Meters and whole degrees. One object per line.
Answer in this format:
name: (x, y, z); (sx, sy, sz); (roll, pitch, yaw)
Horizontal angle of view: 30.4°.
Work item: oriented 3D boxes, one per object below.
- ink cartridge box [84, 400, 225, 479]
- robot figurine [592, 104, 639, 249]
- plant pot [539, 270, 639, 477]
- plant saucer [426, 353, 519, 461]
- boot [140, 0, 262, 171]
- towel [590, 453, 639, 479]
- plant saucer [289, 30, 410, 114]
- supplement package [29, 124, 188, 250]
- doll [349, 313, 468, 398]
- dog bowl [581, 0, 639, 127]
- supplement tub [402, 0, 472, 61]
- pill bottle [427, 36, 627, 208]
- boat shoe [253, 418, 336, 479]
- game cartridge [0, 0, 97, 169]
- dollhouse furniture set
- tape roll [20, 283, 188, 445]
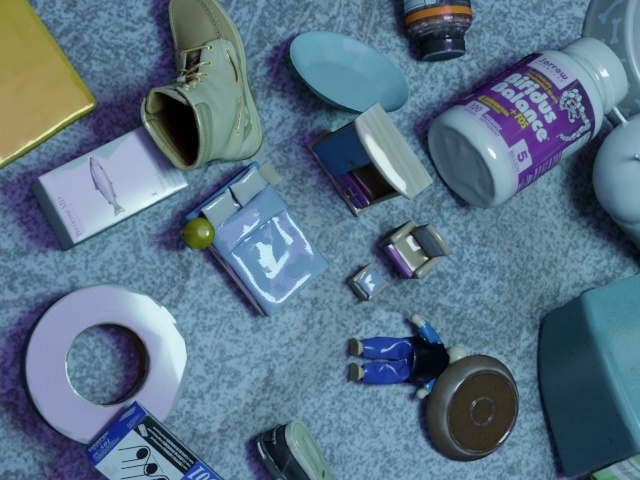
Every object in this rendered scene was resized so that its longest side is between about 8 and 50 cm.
ink cartridge box: (-0.212, 0.315, 1.592); (0.097, 0.046, 0.207); (-45, 125, -8)
robot figurine: (0.562, -0.071, 1.856); (0.200, 0.300, 0.353); (-42, 126, 11)
plant pot: (0.481, 0.190, 1.815); (0.247, 0.248, 0.252); (-16, 76, -21)
plant saucer: (0.241, 0.259, 1.803); (0.169, 0.029, 0.168); (-4, 99, -26)
boot: (-0.181, -0.227, 1.632); (0.203, 0.095, 0.261); (-25, 100, -66)
towel: (0.505, 0.359, 1.798); (0.152, 0.113, 0.023); (-14, 115, -27)
plant saucer: (0.038, -0.240, 1.761); (0.195, 0.037, 0.195); (18, 38, -15)
supplement package: (-0.291, -0.074, 1.622); (0.179, 0.105, 0.105); (-30, 95, -20)
doll: (0.139, 0.175, 1.785); (0.189, 0.046, 0.129); (3, 84, -20)
dog bowl: (0.616, -0.324, 1.987); (0.349, 0.102, 0.348); (2, 84, -20)
supplement tub: (0.179, -0.381, 1.830); (0.106, 0.106, 0.197); (-6, 87, -21)
pill bottle: (0.328, -0.192, 1.829); (0.301, 0.169, 0.169); (-35, 97, -20)
boat shoe: (-0.016, 0.369, 1.704); (0.079, 0.084, 0.233); (-24, 102, 17)
game cartridge: (-0.513, -0.213, 1.589); (0.324, 0.053, 0.285); (-36, 97, -22)
dollhouse furniture set: (0.000, 0.000, 1.672); (0.303, 0.198, 0.286); (-38, 98, -19)
tape roll: (-0.295, 0.169, 1.612); (0.219, 0.072, 0.219); (2, 84, -21)
